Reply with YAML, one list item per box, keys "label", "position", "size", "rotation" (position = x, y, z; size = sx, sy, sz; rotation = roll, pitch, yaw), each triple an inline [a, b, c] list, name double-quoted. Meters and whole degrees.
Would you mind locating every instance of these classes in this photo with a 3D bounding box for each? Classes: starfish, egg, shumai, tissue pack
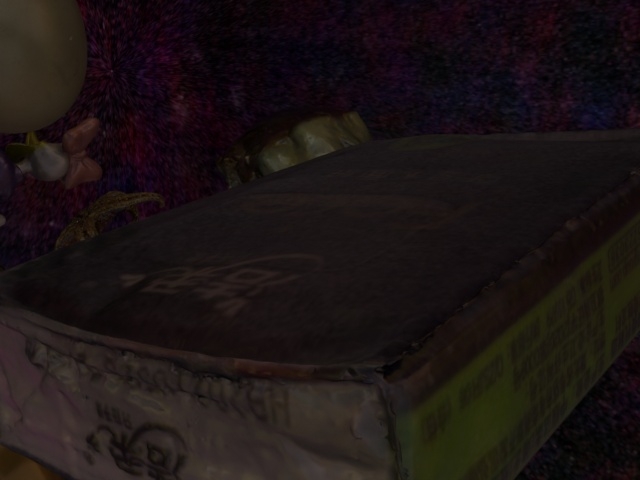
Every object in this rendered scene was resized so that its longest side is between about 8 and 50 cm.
- label: "starfish"
  position: [-0.320, -0.014, 1.275]
  size: [0.189, 0.146, 0.074]
  rotation: [-31, 118, 17]
- label: "egg"
  position: [-0.401, -0.253, 1.048]
  size: [0.219, 0.219, 0.269]
  rotation: [-18, 137, -10]
- label: "shumai"
  position: [0.000, 0.000, 0.912]
  size: [0.263, 0.309, 0.304]
  rotation: [37, 65, -23]
- label: "tissue pack"
  position: [0.036, 0.027, 0.529]
  size: [0.394, 0.287, 0.124]
  rotation: [-27, 113, -47]

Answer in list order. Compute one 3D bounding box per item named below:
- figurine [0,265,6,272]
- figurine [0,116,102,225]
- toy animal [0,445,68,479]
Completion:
- label: "figurine"
  position: [-0.651, 0.172, 1.615]
  size: [0.204, 0.185, 0.332]
  rotation: [34, 135, -26]
- label: "figurine"
  position: [-0.585, -0.107, 1.523]
  size: [0.421, 0.193, 0.154]
  rotation: [-38, 151, -40]
- label: "toy animal"
  position: [-0.327, 0.206, 0.716]
  size: [0.281, 0.169, 0.196]
  rotation: [-12, 125, -40]
